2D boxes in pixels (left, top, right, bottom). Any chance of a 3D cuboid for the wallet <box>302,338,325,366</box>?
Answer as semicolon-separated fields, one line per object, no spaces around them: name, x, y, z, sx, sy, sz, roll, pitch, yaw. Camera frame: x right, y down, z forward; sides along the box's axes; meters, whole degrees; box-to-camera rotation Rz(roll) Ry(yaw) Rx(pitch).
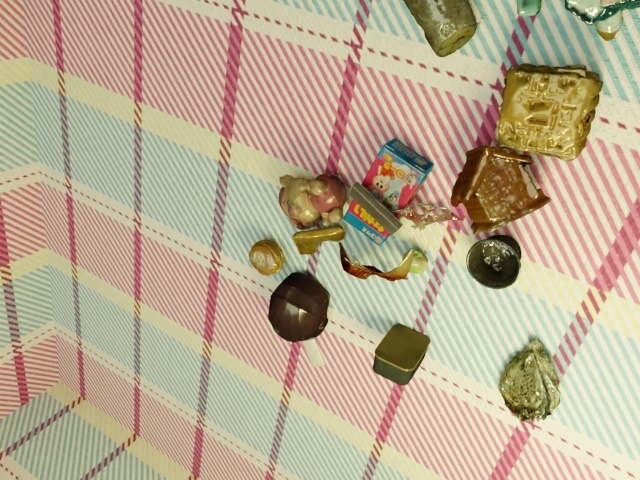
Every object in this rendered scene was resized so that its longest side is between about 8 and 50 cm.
wallet;-0.028;0.447;2.200;0.061;0.025;0.122;-15;103;29

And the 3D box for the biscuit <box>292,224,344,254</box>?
biscuit;0.000;0.000;1.926;0.184;0.174;0.038;-10;66;6

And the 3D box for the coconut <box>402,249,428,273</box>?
coconut;0.304;0.066;1.774;0.083;0.082;0.081;44;138;37

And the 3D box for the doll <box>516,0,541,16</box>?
doll;0.488;-0.633;1.289;0.059;0.158;0.159;-4;141;9

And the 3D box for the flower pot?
flower pot;0.521;0.052;1.613;0.157;0.107;0.157;15;118;30

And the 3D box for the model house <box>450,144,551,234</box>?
model house;0.467;-0.152;1.504;0.220;0.199;0.229;-27;97;4

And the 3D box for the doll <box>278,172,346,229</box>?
doll;-0.036;-0.134;1.839;0.256;0.152;0.196;-4;96;45

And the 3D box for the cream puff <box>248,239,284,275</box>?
cream puff;-0.199;0.061;2.074;0.144;0.103;0.126;32;112;16

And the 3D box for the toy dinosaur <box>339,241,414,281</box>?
toy dinosaur;0.178;0.067;1.794;0.207;0.112;0.327;17;169;-9

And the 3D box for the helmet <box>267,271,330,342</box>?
helmet;-0.098;0.280;2.071;0.225;0.177;0.305;20;120;21

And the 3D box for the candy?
candy;0.207;-0.148;1.722;0.157;0.100;0.305;36;125;12

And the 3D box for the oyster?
oyster;0.665;0.452;1.724;0.198;0.112;0.267;49;140;30

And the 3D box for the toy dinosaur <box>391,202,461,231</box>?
toy dinosaur;0.321;-0.071;1.675;0.220;0.032;0.108;5;133;-9

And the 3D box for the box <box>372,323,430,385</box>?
box;0.273;0.390;1.872;0.145;0.201;0.090;22;126;21

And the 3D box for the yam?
yam;0.298;-0.614;1.415;0.154;0.154;0.254;-26;94;38

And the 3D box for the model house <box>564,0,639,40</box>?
model house;0.638;-0.586;1.223;0.253;0.184;0.291;0;141;22

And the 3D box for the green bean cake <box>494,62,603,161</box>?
green bean cake;0.567;-0.327;1.387;0.230;0.131;0.224;15;118;25

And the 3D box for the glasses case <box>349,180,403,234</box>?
glasses case;0.169;-0.098;1.668;0.190;0.042;0.072;45;170;6
